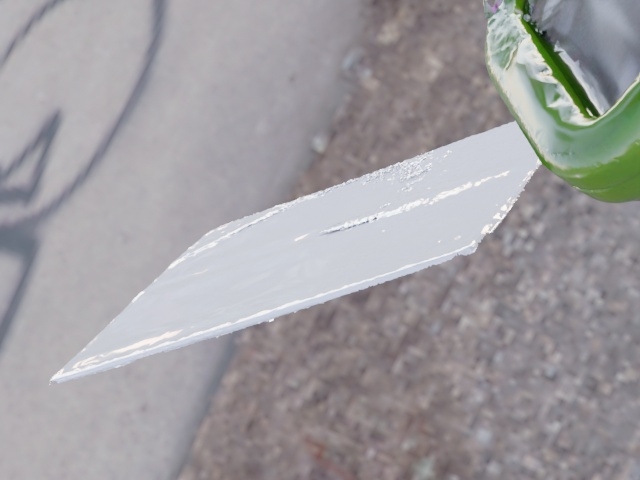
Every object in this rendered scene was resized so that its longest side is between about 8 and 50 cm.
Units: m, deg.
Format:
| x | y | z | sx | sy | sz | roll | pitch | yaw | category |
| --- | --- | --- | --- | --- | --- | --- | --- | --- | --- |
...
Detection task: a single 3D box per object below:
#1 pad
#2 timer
| x | y | z | sx | sy | sz | roll | pitch | yaw | category |
| --- | --- | --- | --- | --- | --- | --- | --- | --- | --- |
| 0.000 | 0.000 | 0.810 | 0.232 | 0.004 | 0.156 | -19 | 16 | 35 | pad |
| 0.113 | -0.081 | 0.616 | 0.128 | 0.047 | 0.140 | -51 | 27 | 18 | timer |
